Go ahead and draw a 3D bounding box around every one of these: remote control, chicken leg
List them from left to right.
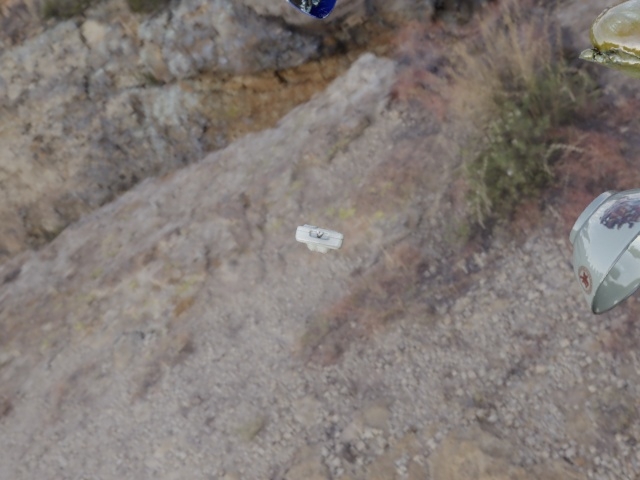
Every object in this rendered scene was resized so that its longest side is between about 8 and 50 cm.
[{"bbox_3d":[0.000,-0.001,1.737,0.230,0.090,0.049,21,-98,-88],"label":"remote control"},{"bbox_3d":[0.683,-0.311,1.555,0.429,0.152,0.201,29,38,20],"label":"chicken leg"}]

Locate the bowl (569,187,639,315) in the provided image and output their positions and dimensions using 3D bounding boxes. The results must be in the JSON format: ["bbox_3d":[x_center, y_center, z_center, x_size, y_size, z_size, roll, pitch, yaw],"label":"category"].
[{"bbox_3d":[0.660,-0.009,1.968,0.337,0.337,0.157,-43,61,-7],"label":"bowl"}]

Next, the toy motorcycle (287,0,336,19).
[{"bbox_3d":[0.010,-0.385,1.143,0.315,0.169,0.113,-14,28,47],"label":"toy motorcycle"}]
